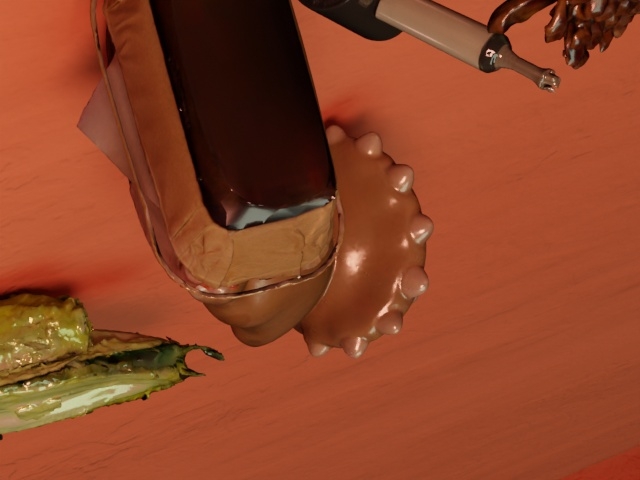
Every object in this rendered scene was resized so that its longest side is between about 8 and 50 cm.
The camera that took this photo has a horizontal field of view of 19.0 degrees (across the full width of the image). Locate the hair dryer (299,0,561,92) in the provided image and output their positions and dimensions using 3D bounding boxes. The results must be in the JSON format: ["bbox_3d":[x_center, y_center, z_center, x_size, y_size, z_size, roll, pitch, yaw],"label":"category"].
[{"bbox_3d":[0.077,-0.137,1.243,0.100,0.197,0.057,17,103,-60],"label":"hair dryer"}]

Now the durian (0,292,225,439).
[{"bbox_3d":[-0.239,0.100,1.501,0.375,0.106,0.132,-13,152,-30],"label":"durian"}]

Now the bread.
[{"bbox_3d":[-0.072,-0.073,1.177,0.142,0.224,0.212,-13,175,-17],"label":"bread"}]

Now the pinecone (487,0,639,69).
[{"bbox_3d":[0.154,-0.208,1.183,0.179,0.195,0.150,-44,-162,-14],"label":"pinecone"}]

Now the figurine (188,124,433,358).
[{"bbox_3d":[0.000,-0.003,1.462,0.173,0.177,0.247,-11,153,9],"label":"figurine"}]
